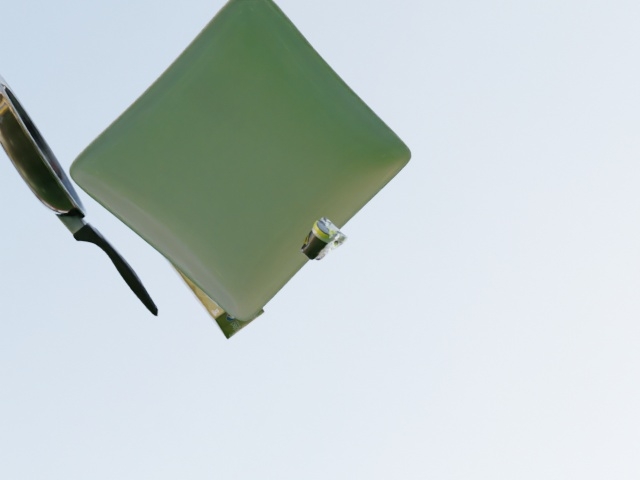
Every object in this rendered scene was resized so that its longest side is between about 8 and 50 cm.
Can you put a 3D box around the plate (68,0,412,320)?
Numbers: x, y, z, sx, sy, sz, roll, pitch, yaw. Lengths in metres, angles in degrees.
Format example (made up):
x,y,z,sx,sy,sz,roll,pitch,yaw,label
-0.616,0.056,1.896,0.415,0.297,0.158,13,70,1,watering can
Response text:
x,y,z,sx,sy,sz,roll,pitch,yaw,label
-0.083,-0.089,1.187,0.278,0.045,0.277,-45,-62,3,plate

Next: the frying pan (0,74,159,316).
x,y,z,sx,sy,sz,roll,pitch,yaw,label
-0.310,-0.058,1.312,0.053,0.197,0.326,-31,-58,-6,frying pan

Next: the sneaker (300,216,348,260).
x,y,z,sx,sy,sz,roll,pitch,yaw,label
0.000,0.000,1.010,0.031,0.083,0.035,42,-82,11,sneaker

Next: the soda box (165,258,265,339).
x,y,z,sx,sy,sz,roll,pitch,yaw,label
-0.147,0.037,1.386,0.061,0.181,0.058,-36,-33,-9,soda box
